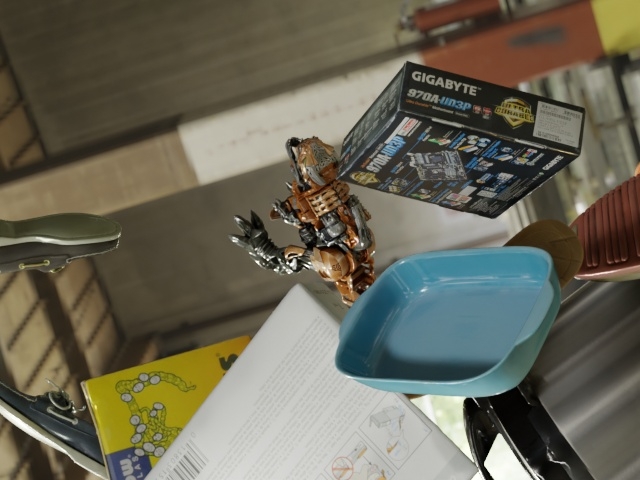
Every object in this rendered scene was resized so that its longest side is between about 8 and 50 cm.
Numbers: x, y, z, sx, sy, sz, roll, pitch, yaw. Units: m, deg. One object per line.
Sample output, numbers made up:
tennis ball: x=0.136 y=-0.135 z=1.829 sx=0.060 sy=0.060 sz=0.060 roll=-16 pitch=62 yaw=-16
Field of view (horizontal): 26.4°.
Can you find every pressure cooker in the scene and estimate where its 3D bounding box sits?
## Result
pressure cooker: x=0.403 y=0.227 z=1.753 sx=0.375 sy=0.420 sz=0.370 roll=38 pitch=-165 yaw=-53

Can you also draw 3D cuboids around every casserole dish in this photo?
casserole dish: x=0.089 y=0.059 z=0.926 sx=0.037 sy=0.188 sz=0.114 roll=46 pitch=-120 yaw=-28

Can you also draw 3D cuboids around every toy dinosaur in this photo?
toy dinosaur: x=0.000 y=0.000 z=1.932 sx=0.218 sy=0.164 sz=0.322 roll=17 pitch=115 yaw=48

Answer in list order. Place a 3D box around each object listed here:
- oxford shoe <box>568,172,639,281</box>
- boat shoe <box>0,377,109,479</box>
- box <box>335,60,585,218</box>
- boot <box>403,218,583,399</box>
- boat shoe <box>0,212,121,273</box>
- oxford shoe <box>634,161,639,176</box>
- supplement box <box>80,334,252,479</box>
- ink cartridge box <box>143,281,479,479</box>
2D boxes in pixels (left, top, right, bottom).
oxford shoe: x=0.475 y=-0.015 z=1.587 sx=0.146 sy=0.397 sz=0.140 roll=42 pitch=-137 yaw=-40
boat shoe: x=-0.376 y=0.262 z=1.980 sx=0.079 sy=0.254 sz=0.095 roll=-57 pitch=-13 yaw=-15
box: x=0.127 y=-0.089 z=1.301 sx=0.220 sy=0.175 sz=0.051 roll=133 pitch=149 yaw=-70
boot: x=0.151 y=0.088 z=1.443 sx=0.095 sy=0.262 sz=0.203 roll=51 pitch=173 yaw=9
boat shoe: x=-0.393 y=0.009 z=1.920 sx=0.081 sy=0.228 sz=0.068 roll=-105 pitch=14 yaw=-61
oxford shoe: x=0.653 y=-0.124 z=2.086 sx=0.132 sy=0.364 sz=0.130 roll=-96 pitch=2 yaw=-57
supplement box: x=-0.146 y=0.251 z=1.630 sx=0.356 sy=0.195 sz=0.194 roll=100 pitch=153 yaw=-78
ink cartridge box: x=-0.011 y=0.215 z=1.235 sx=0.239 sy=0.275 sz=0.060 roll=44 pitch=-164 yaw=22
